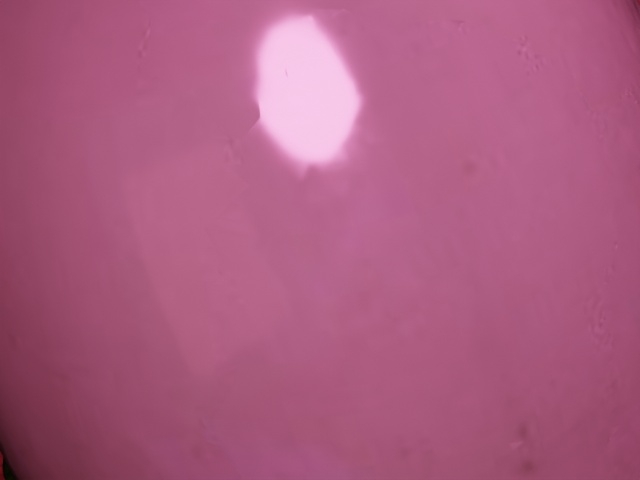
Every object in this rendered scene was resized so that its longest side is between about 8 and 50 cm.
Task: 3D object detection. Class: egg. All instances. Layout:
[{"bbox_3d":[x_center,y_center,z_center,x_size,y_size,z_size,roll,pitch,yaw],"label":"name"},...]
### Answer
[{"bbox_3d":[0.000,0.000,0.512,0.203,0.203,0.282,-4,109,31],"label":"egg"}]

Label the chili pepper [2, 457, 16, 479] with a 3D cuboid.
[{"bbox_3d":[-0.103,0.146,0.714,0.224,0.061,0.098,-67,33,32],"label":"chili pepper"}]
